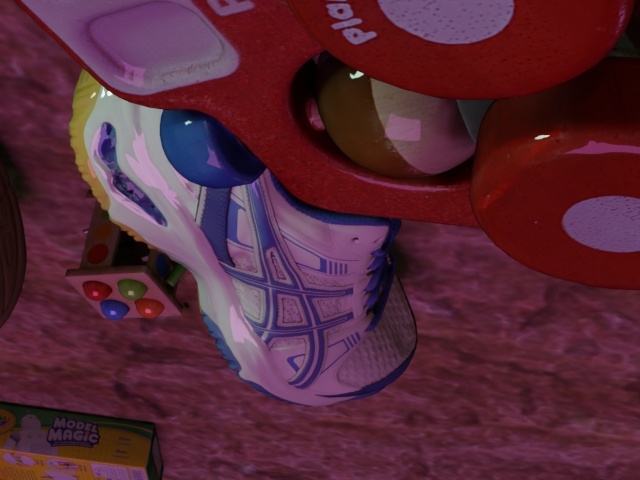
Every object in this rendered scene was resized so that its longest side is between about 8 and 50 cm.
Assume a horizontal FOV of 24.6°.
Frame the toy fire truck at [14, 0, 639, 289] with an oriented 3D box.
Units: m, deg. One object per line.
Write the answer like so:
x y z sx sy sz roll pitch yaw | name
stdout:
0.017 -0.095 0.522 0.254 0.169 0.302 -7 147 31 | toy fire truck

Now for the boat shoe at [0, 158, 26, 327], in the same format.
-0.254 -0.048 0.759 0.092 0.103 0.285 0 146 27 | boat shoe

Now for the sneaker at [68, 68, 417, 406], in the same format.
0.000 0.000 0.752 0.131 0.112 0.296 -7 147 27 | sneaker

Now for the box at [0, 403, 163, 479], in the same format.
-0.222 0.175 1.197 0.179 0.043 0.105 6 151 2 | box

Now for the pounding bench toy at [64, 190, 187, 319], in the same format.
-0.094 0.010 0.842 0.083 0.065 0.052 -3 148 21 | pounding bench toy
